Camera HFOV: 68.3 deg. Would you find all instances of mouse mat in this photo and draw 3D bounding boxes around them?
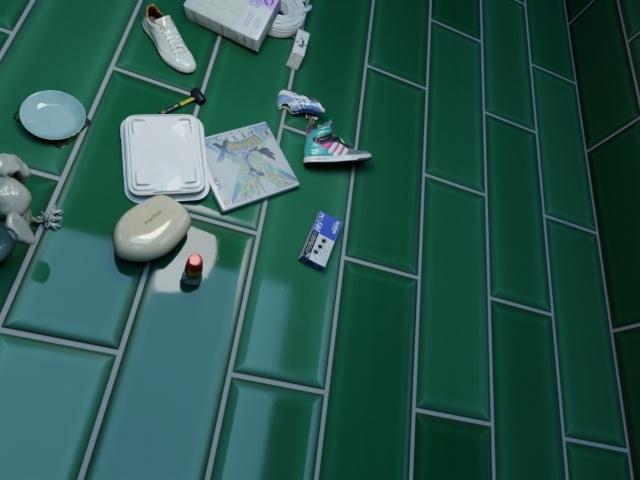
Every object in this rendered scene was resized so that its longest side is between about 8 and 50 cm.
[{"bbox_3d":[-0.908,-0.411,1.602,0.189,0.007,0.153,34,60,-6],"label":"mouse mat"}]

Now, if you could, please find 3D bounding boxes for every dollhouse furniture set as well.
[{"bbox_3d":[0.003,-0.495,1.957,0.114,0.081,0.091,3,67,-21],"label":"dollhouse furniture set"}]

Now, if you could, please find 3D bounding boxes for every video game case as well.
[{"bbox_3d":[-0.284,-0.283,1.778,0.328,0.036,0.300,-23,78,-28],"label":"video game case"}]

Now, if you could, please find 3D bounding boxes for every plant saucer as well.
[{"bbox_3d":[-0.894,-0.412,1.582,0.194,0.037,0.195,9,65,-19],"label":"plant saucer"}]

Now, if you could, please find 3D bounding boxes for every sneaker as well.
[{"bbox_3d":[-0.082,-0.552,1.945,0.211,0.080,0.081,18,74,11],"label":"sneaker"},{"bbox_3d":[-0.588,-0.781,1.822,0.290,0.123,0.106,48,58,2],"label":"sneaker"},{"bbox_3d":[0.065,-0.397,1.908,0.295,0.123,0.179,-5,90,-22],"label":"sneaker"}]

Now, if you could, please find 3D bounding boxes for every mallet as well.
[{"bbox_3d":[-0.530,-0.525,1.787,0.189,0.039,0.062,-28,82,-25],"label":"mallet"}]

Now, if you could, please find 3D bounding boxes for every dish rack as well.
[{"bbox_3d":[-0.539,-0.300,1.639,0.285,0.072,0.333,-5,75,-18],"label":"dish rack"}]

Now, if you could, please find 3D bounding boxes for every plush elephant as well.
[{"bbox_3d":[-0.911,-0.088,1.317,0.329,0.255,0.272,-12,73,-26],"label":"plush elephant"}]

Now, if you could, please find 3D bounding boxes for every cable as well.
[{"bbox_3d":[-0.195,-1.026,2.104,0.257,0.089,0.257,31,61,-6],"label":"cable"}]

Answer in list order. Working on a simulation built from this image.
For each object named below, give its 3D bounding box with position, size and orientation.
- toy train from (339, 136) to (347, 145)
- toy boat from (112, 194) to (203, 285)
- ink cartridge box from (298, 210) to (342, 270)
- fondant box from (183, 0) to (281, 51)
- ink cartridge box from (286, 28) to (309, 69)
[{"bbox_3d":[0.101,-0.402,1.990,0.017,0.024,0.083,-35,85,-30],"label":"toy train"},{"bbox_3d":[-0.500,0.016,1.518,0.318,0.148,0.267,41,54,8],"label":"toy boat"},{"bbox_3d":[0.000,0.000,1.765,0.097,0.046,0.207,28,60,-10],"label":"ink cartridge box"},{"bbox_3d":[-0.358,-0.967,1.952,0.330,0.096,0.239,25,78,-3],"label":"fondant box"},{"bbox_3d":[-0.098,-0.828,2.050,0.056,0.099,0.136,18,64,-15],"label":"ink cartridge box"}]
